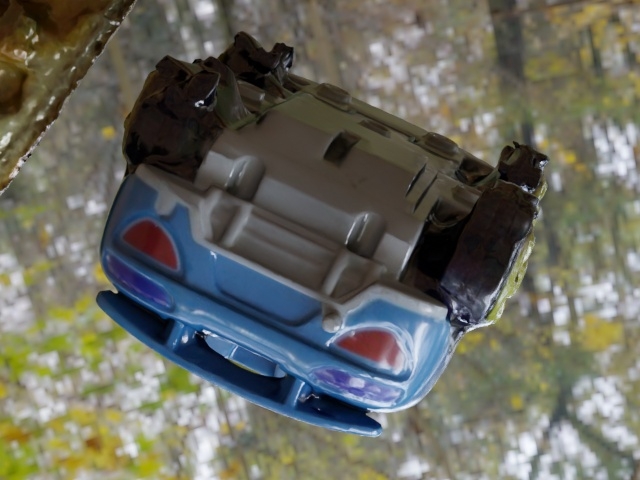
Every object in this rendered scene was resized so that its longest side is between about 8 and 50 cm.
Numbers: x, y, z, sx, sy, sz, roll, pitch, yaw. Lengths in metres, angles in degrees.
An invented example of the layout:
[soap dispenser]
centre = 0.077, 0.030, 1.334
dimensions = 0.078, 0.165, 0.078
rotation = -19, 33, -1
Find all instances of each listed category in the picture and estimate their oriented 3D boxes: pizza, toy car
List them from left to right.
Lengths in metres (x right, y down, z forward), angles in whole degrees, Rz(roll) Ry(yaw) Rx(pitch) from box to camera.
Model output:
[pizza]
centre = -0.190, -0.124, 0.994
dimensions = 0.258, 0.087, 0.268
rotation = -50, -163, 11
[toy car]
centre = 0.000, 0.000, 0.843
dimensions = 0.198, 0.166, 0.314
rotation = 26, -167, 3
